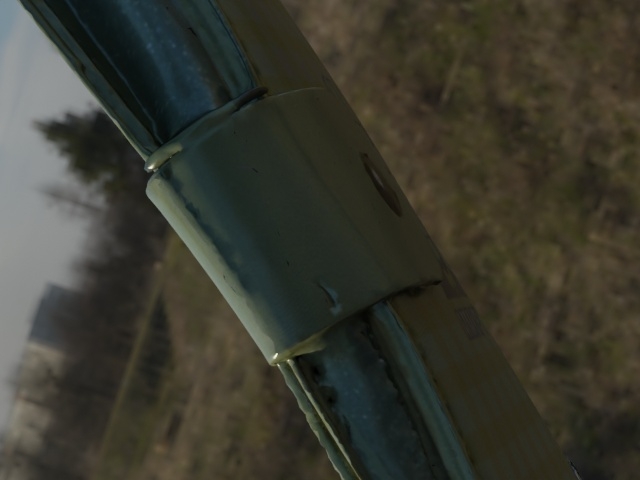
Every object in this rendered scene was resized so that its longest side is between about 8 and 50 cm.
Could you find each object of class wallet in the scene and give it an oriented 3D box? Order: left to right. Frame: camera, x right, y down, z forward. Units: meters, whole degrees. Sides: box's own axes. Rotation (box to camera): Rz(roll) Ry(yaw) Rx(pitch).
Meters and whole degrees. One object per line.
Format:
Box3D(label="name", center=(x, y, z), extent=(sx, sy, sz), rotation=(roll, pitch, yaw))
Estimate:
Box3D(label="wallet", center=(0.000, 0.000, 0.722), extent=(0.077, 0.309, 0.223), rotation=(-34, -9, 7))
